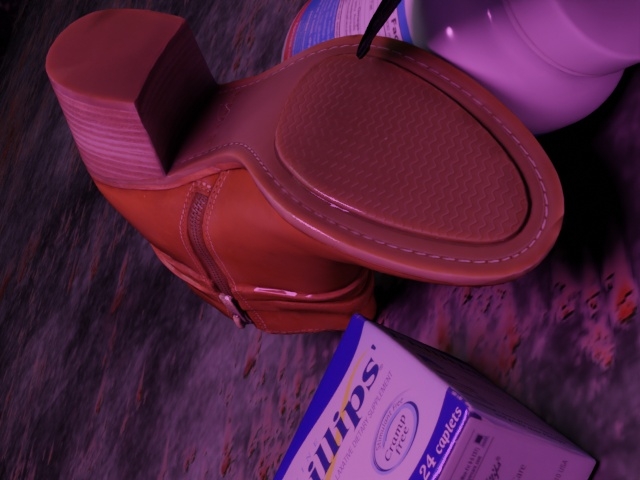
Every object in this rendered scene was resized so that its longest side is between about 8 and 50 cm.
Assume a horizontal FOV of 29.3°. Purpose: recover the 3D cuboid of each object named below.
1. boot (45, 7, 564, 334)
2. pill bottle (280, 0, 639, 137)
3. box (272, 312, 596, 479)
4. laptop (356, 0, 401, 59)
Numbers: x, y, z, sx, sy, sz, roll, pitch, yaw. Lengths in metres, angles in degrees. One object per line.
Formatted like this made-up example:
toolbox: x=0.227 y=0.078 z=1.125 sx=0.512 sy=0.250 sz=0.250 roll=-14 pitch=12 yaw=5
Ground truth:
boot: x=0.000 y=0.000 z=0.641 sx=0.283 sy=0.220 sz=0.109 roll=15 pitch=61 yaw=25
pill bottle: x=0.079 y=-0.106 z=0.625 sx=0.221 sy=0.124 sz=0.124 roll=-16 pitch=54 yaw=60
box: x=0.039 y=0.118 z=0.560 sx=0.126 sy=0.072 sz=0.137 roll=-64 pitch=22 yaw=4
laptop: x=0.224 y=-0.211 z=0.378 sx=0.408 sy=0.236 sz=0.382 roll=25 pitch=80 yaw=30
